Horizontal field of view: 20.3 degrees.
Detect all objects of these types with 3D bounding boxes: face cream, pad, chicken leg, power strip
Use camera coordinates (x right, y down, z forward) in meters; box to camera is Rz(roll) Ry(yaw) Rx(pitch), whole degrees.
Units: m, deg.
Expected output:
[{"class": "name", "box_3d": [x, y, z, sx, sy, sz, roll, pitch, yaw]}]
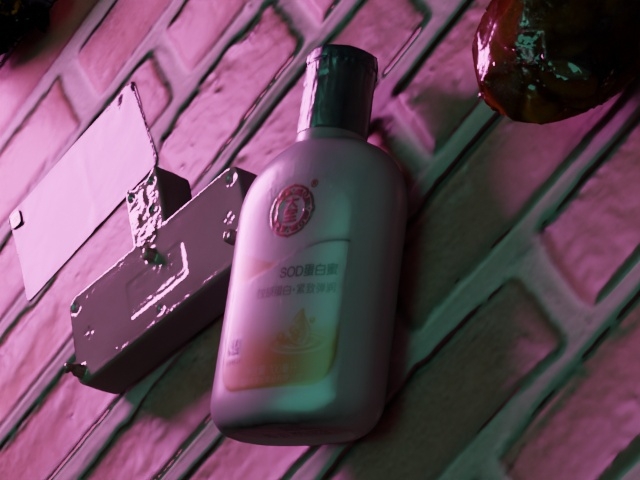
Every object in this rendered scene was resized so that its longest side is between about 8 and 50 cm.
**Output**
[{"class": "face cream", "box_3d": [0.000, 0.000, 1.270, 0.144, 0.071, 0.291, -6, 65, 37]}, {"class": "pad", "box_3d": [-0.216, -0.045, 1.604, 0.193, 0.004, 0.116, -44, 43, 24]}, {"class": "chicken leg", "box_3d": [0.192, -0.207, 1.163, 0.113, 0.093, 0.304, 16, 74, 34]}, {"class": "power strip", "box_3d": [-0.126, 0.010, 1.422, 0.216, 0.061, 0.145, -38, 46, 29]}]

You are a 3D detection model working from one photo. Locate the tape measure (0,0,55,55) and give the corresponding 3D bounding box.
[{"class": "tape measure", "box_3d": [-0.347, -0.263, 1.790, 0.186, 0.112, 0.199, -31, 43, 26]}]
